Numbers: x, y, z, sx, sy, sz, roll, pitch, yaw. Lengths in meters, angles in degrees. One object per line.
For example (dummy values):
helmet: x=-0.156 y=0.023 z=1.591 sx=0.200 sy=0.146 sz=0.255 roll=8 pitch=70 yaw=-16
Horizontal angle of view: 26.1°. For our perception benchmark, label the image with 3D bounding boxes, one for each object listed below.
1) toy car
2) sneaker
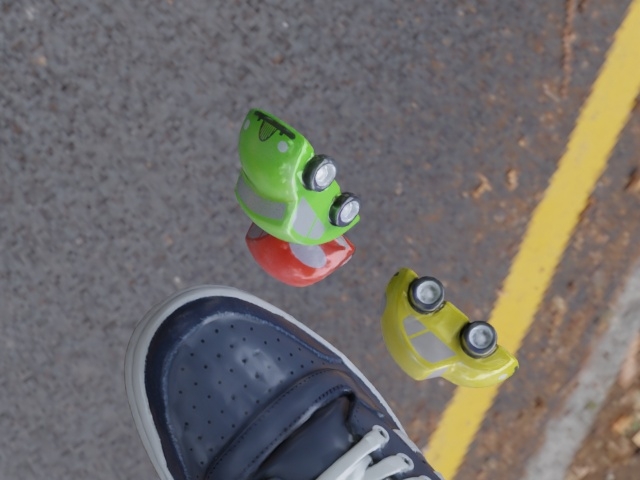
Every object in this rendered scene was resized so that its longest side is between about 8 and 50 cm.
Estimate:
toy car: x=0.000 y=0.000 z=0.855 sx=0.053 sy=0.239 sz=0.225 roll=-50 pitch=144 yaw=-9
sneaker: x=0.036 y=0.134 z=0.553 sx=0.099 sy=0.153 sz=0.282 roll=-39 pitch=102 yaw=-16
